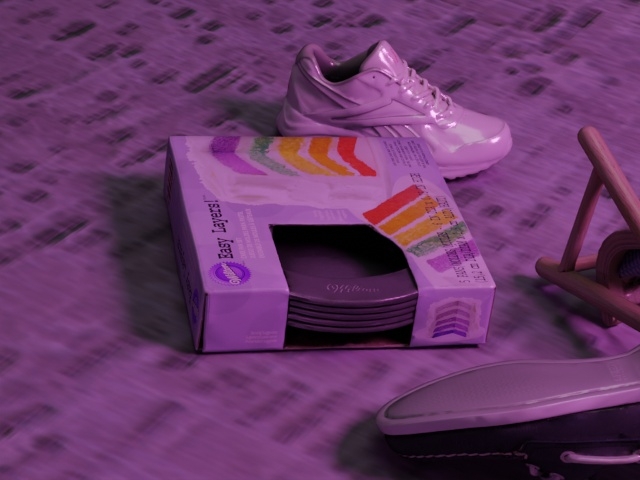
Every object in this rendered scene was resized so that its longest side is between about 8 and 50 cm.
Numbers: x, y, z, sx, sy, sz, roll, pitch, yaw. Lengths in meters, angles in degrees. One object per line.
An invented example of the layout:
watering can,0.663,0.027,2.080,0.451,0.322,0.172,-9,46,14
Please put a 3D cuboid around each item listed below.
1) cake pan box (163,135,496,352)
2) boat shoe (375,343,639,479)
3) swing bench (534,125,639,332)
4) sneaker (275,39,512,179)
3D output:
cake pan box,0.000,0.000,1.440,0.245,0.070,0.267,-1,33,-11
boat shoe,0.193,0.134,1.224,0.302,0.091,0.114,-10,16,15
swing bench,0.364,0.018,1.405,0.253,0.165,0.255,-10,41,-28
sneaker,0.073,-0.131,1.619,0.232,0.115,0.090,11,32,5
